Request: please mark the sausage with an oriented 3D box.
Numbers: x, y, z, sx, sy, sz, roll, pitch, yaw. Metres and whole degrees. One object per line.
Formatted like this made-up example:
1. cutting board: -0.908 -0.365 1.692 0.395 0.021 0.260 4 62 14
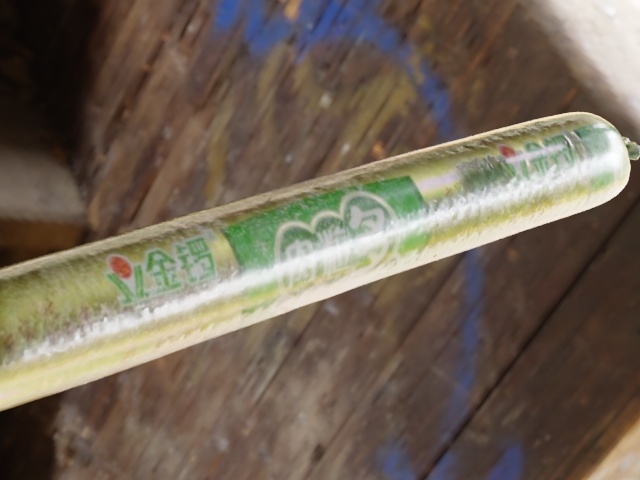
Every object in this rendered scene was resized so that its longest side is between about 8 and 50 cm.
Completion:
1. sausage: 0.000 0.000 0.431 0.269 0.033 0.033 -17 56 -40
